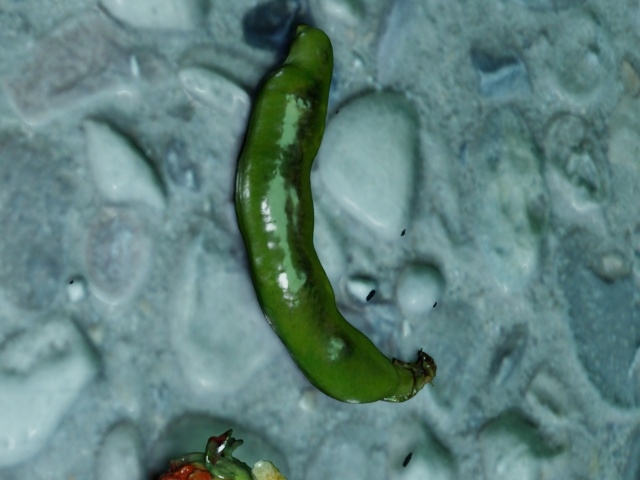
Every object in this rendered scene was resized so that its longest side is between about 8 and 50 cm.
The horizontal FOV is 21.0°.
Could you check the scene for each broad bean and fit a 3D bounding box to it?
[{"bbox_3d":[0.000,0.000,1.233,0.144,0.049,0.292,-34,110,-44],"label":"broad bean"}]

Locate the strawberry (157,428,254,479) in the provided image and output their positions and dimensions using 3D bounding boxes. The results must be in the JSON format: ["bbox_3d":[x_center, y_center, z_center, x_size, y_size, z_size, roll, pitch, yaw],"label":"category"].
[{"bbox_3d":[-0.076,0.220,1.116,0.140,0.085,0.192,-49,133,-53],"label":"strawberry"}]

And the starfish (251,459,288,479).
[{"bbox_3d":[0.000,0.328,1.116,0.358,0.078,0.347,26,73,-61],"label":"starfish"}]
